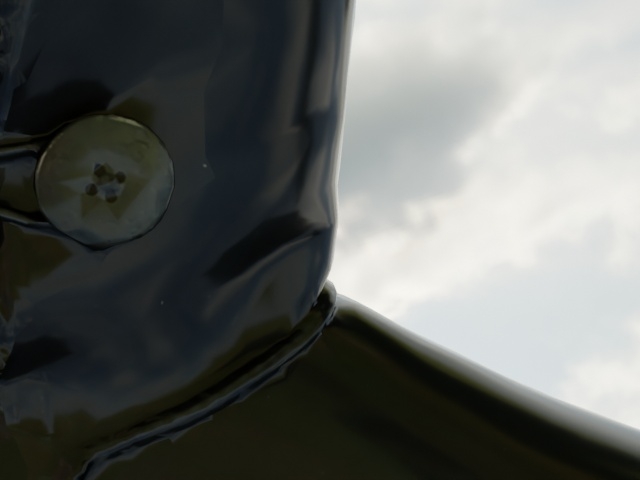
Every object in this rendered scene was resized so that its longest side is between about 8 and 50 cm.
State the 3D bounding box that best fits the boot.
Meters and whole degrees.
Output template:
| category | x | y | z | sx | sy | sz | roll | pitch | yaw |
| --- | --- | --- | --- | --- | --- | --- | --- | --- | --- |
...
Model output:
| category | x | y | z | sx | sy | sz | roll | pitch | yaw |
| --- | --- | --- | --- | --- | --- | --- | --- | --- | --- |
| boot | 0.000 | 0.000 | 0.370 | 0.246 | 0.207 | 0.094 | 2 | -163 | -9 |
